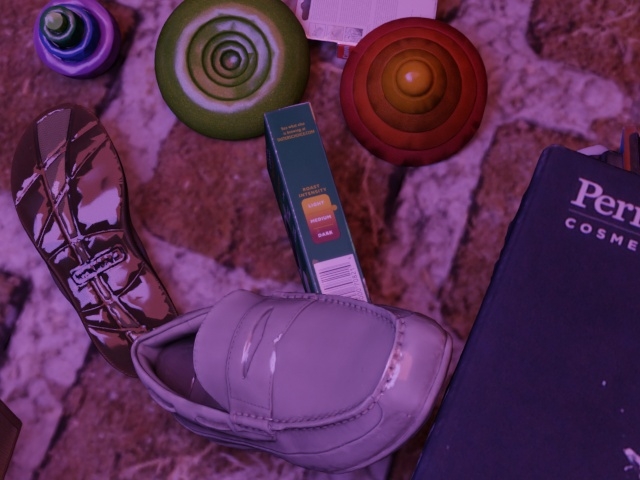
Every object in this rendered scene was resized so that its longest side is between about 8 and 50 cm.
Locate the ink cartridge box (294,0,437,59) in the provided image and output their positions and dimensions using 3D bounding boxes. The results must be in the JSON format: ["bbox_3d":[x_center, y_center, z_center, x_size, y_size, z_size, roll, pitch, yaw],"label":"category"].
[{"bbox_3d":[0.037,-0.181,1.196,0.115,0.029,0.063,8,72,3],"label":"ink cartridge box"}]

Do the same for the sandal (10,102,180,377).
[{"bbox_3d":[-0.170,0.002,1.119,0.090,0.060,0.219,-28,88,-4],"label":"sandal"}]

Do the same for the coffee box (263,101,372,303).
[{"bbox_3d":[0.000,0.000,1.089,0.040,0.113,0.184,-16,70,-5],"label":"coffee box"}]

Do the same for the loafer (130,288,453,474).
[{"bbox_3d":[-0.031,0.087,0.954,0.111,0.319,0.112,30,67,-23],"label":"loafer"}]

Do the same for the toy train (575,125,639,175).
[{"bbox_3d":[0.237,0.001,1.112,0.105,0.080,0.184,-1,71,5],"label":"toy train"}]

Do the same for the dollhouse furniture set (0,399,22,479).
[{"bbox_3d":[-0.353,0.126,1.014,0.242,0.161,0.212,14,71,4],"label":"dollhouse furniture set"}]

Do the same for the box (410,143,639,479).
[{"bbox_3d":[0.259,0.273,0.858,0.480,0.297,0.472,21,59,8],"label":"box"}]

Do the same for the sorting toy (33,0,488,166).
[{"bbox_3d":[-0.050,-0.140,1.115,0.365,0.126,0.127,9,91,3],"label":"sorting toy"}]
